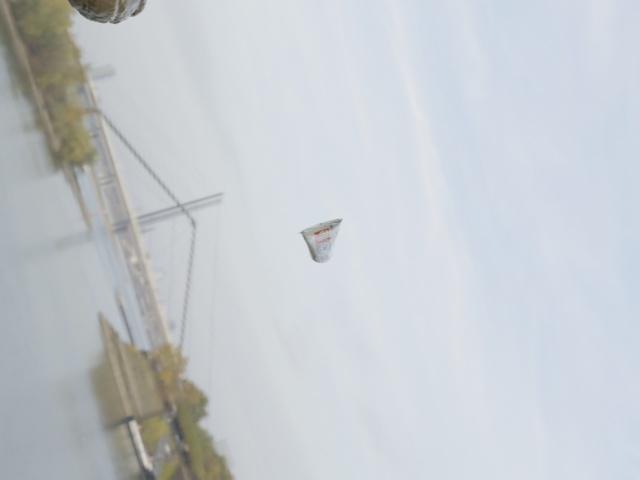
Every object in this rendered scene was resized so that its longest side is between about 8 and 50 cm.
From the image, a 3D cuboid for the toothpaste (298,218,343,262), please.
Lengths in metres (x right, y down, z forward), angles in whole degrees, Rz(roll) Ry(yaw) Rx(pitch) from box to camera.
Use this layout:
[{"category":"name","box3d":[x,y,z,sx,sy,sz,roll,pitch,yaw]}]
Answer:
[{"category":"toothpaste","box3d":[0.000,0.000,1.148,0.218,0.052,0.033,89,-15,-81]}]

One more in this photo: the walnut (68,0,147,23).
[{"category":"walnut","box3d":[-0.374,-0.481,1.712,0.230,0.178,0.178,10,-63,68]}]
